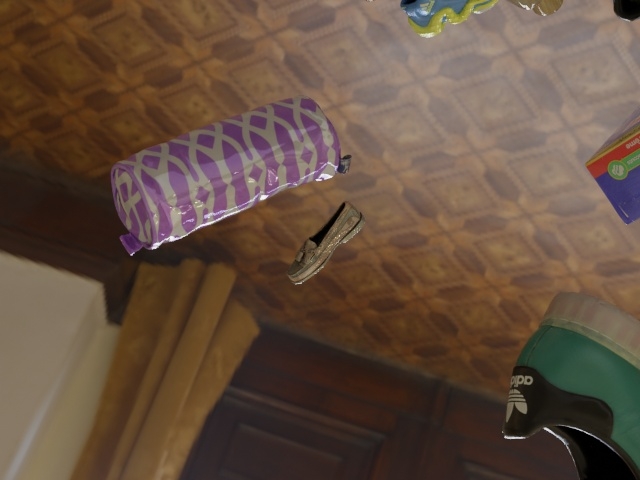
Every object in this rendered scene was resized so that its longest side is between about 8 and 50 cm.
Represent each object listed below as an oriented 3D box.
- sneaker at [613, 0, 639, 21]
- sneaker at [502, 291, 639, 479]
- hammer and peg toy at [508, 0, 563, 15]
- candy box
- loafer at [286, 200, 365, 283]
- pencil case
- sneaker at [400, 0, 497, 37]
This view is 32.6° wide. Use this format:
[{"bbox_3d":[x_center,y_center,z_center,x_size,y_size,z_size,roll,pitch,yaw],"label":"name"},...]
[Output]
[{"bbox_3d":[0.569,-0.455,1.710,0.130,0.147,0.330,31,147,-1],"label":"sneaker"},{"bbox_3d":[0.255,0.170,0.766,0.302,0.121,0.108,36,161,-4],"label":"sneaker"},{"bbox_3d":[0.199,-0.418,1.236,0.361,0.266,0.127,44,-177,42],"label":"hammer and peg toy"},{"bbox_3d":[0.567,-0.189,1.582,0.122,0.317,0.268,51,138,-3],"label":"candy box"},{"bbox_3d":[0.000,0.000,1.385,0.039,0.125,0.045,48,178,-34],"label":"loafer"},{"bbox_3d":[-0.081,-0.061,0.960,0.086,0.206,0.088,56,152,26],"label":"pencil case"},{"bbox_3d":[0.260,-0.490,2.133,0.240,0.091,0.126,-32,138,27],"label":"sneaker"}]
